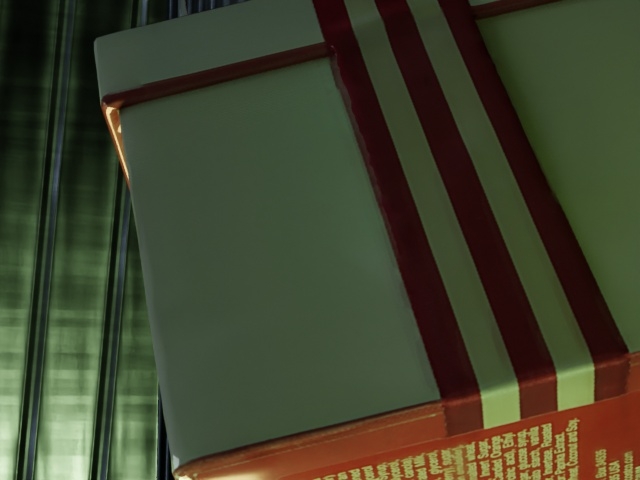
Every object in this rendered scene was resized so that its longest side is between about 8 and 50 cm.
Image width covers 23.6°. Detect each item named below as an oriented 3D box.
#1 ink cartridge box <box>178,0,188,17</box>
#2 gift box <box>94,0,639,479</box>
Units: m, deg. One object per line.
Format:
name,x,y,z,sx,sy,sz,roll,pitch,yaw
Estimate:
ink cartridge box,-0.024,0.001,1.070,0.309,0.130,0.272,-107,15,-54
gift box,0.072,0.036,0.611,0.258,0.276,0.255,-108,9,-47
